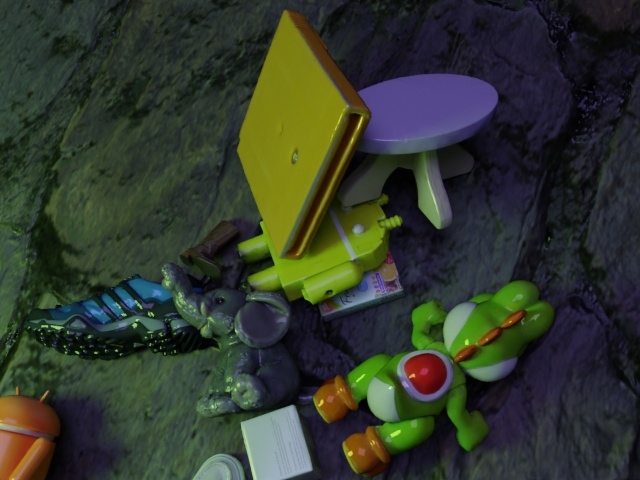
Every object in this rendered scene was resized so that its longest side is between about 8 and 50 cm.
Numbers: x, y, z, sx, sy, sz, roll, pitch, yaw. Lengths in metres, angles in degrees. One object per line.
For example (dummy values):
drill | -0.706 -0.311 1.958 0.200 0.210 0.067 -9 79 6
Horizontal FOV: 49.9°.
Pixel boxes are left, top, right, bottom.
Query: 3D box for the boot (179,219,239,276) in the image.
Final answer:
boot | -0.172 0.009 1.191 0.107 0.037 0.114 21 47 38

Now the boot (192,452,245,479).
boot | -0.189 0.429 0.984 0.095 0.123 0.258 14 70 15

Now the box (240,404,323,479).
box | -0.056 0.313 1.026 0.087 0.101 0.101 -20 63 1

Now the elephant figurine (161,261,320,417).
elephant figurine | -0.122 0.145 1.070 0.170 0.186 0.239 -15 73 20

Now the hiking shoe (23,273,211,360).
hiking shoe | -0.339 0.124 1.164 0.304 0.113 0.132 0 56 1

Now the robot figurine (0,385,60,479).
robot figurine | -0.484 0.338 1.071 0.128 0.158 0.219 15 68 -9

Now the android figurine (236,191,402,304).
android figurine | 0.000 0.000 1.149 0.273 0.056 0.248 -21 44 0

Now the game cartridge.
game cartridge | -0.044 -0.177 1.119 0.053 0.285 0.323 7 38 -27

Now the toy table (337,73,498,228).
toy table | 0.153 -0.154 1.129 0.275 0.160 0.252 -9 43 -9

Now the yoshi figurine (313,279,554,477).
yoshi figurine | 0.184 0.192 1.032 0.362 0.203 0.203 -35 24 8

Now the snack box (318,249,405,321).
snack box | 0.058 0.066 1.150 0.141 0.037 0.100 -18 63 2
